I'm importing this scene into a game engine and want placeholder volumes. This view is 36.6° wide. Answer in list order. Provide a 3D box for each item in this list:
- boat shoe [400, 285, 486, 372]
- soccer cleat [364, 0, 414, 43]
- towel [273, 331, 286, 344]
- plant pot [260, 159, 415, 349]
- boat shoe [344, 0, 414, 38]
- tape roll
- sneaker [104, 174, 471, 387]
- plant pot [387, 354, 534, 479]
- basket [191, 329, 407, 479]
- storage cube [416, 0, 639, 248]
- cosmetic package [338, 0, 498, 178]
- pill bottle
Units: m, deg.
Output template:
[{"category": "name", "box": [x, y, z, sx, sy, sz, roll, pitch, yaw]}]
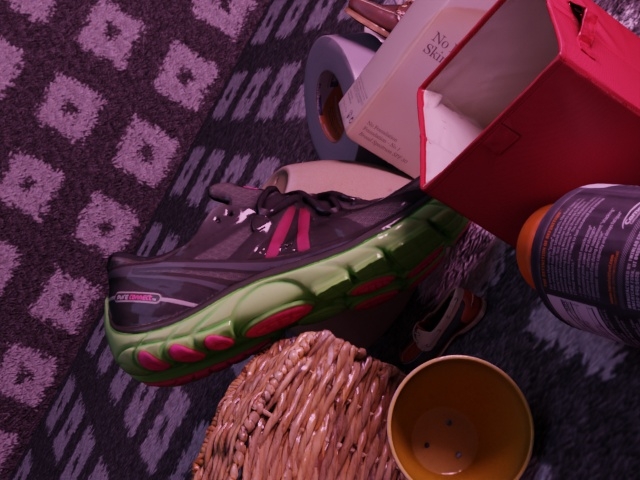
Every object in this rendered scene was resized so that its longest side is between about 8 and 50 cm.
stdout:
[{"category": "boat shoe", "box": [0.131, 0.101, 1.106, 0.137, 0.043, 0.049, -47, 26, 36]}, {"category": "soccer cleat", "box": [0.194, -0.382, 1.455, 0.331, 0.143, 0.116, -44, 26, 37]}, {"category": "towel", "box": [-0.073, 0.171, 1.431, 0.110, 0.027, 0.148, -131, 38, -67]}, {"category": "plant pot", "box": [0.000, 0.000, 1.340, 0.284, 0.191, 0.284, -49, 24, 30]}, {"category": "boat shoe", "box": [0.138, -0.315, 1.428, 0.073, 0.207, 0.073, -62, -2, 18]}, {"category": "tape roll", "box": [0.047, -0.214, 1.520, 0.219, 0.072, 0.219, 171, 90, -70]}, {"category": "sneaker", "box": [-0.031, -0.002, 1.135, 0.185, 0.482, 0.202, 95, 152, -66]}, {"category": "plant pot", "box": [0.124, 0.184, 0.917, 0.095, 0.134, 0.134, 100, -169, -71]}, {"category": "basket", "box": [-0.048, 0.263, 1.069, 0.223, 0.213, 0.299, -22, 42, 58]}, {"category": "storage cube", "box": [0.228, -0.115, 0.945, 0.215, 0.193, 0.184, -45, 25, 34]}, {"category": "cosmetic package", "box": [0.177, -0.241, 1.287, 0.309, 0.160, 0.113, -52, 23, 24]}, {"category": "pill bottle", "box": [0.258, 0.020, 0.784, 0.130, 0.130, 0.245, -62, 21, -4]}]
